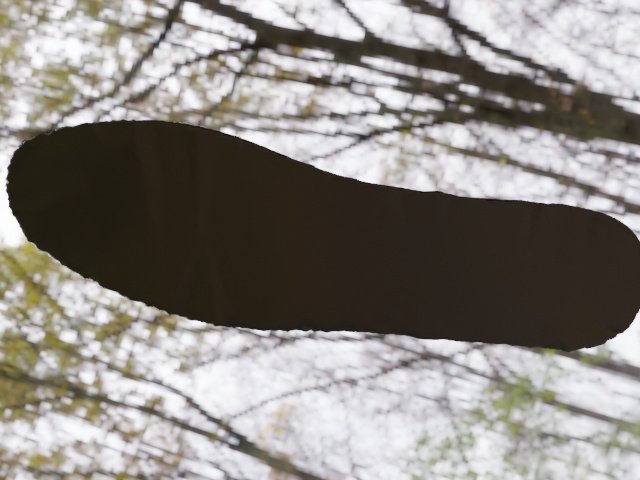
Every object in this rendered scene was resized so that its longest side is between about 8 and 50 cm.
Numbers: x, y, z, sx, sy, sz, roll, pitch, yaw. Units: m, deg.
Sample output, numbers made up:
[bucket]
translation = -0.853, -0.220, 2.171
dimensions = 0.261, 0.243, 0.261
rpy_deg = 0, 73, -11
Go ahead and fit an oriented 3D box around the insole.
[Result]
[insole]
translation = 0.000, 0.000, 0.322
dimensions = 0.002, 0.153, 0.053
rpy_deg = -73, -11, -63
